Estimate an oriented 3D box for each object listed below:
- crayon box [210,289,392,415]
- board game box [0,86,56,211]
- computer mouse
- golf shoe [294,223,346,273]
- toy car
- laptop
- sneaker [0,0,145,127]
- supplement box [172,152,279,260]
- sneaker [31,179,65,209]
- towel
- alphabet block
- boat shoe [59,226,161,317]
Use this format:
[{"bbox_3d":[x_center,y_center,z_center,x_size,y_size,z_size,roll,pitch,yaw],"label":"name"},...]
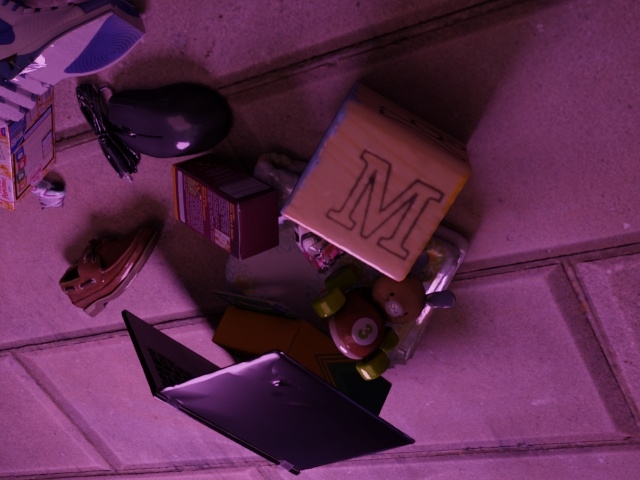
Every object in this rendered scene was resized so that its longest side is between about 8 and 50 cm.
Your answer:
[{"bbox_3d":[-0.048,0.208,1.681,0.203,0.083,0.323,6,154,47],"label":"crayon box"},{"bbox_3d":[-0.509,-0.168,1.606,0.045,0.146,0.193,20,134,6],"label":"board game box"},{"bbox_3d":[-0.275,-0.180,1.544,0.272,0.072,0.188,-5,127,27],"label":"computer mouse"},{"bbox_3d":[0.000,0.000,1.440,0.086,0.067,0.186,46,174,6],"label":"golf shoe"},{"bbox_3d":[0.112,0.100,1.475,0.188,0.149,0.155,-29,102,25],"label":"toy car"},{"bbox_3d":[-0.104,0.245,1.700,0.236,0.408,0.382,-46,128,6],"label":"laptop"},{"bbox_3d":[-0.444,-0.321,1.437,0.316,0.182,0.127,-27,162,11],"label":"sneaker"},{"bbox_3d":[-0.154,-0.058,1.515,0.188,0.081,0.104,30,131,41],"label":"supplement box"},{"bbox_3d":[-0.527,-0.086,1.764,0.098,0.038,0.069,22,134,5],"label":"sneaker"},{"bbox_3d":[0.032,0.040,1.602,0.375,0.090,0.320,24,132,2],"label":"towel"},{"bbox_3d":[0.082,-0.090,1.348,0.197,0.192,0.193,30,109,-3],"label":"alphabet block"},{"bbox_3d":[-0.412,0.051,1.786,0.104,0.110,0.307,38,134,-14],"label":"boat shoe"}]
